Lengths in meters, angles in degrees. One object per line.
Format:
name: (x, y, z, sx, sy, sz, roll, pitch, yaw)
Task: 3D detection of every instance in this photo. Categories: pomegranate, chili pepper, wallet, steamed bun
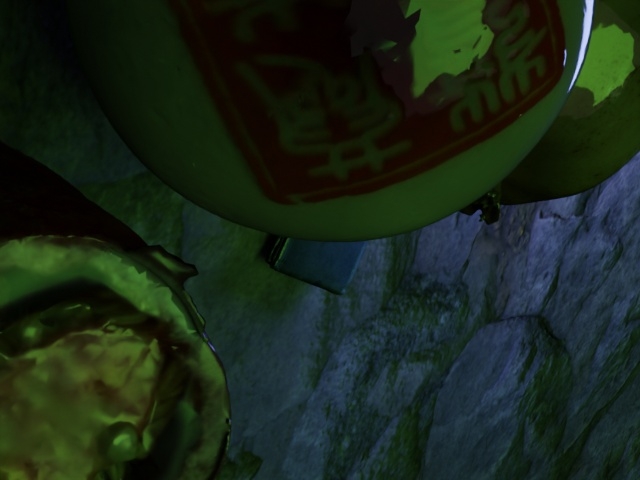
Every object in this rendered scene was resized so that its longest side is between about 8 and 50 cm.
pomegranate: (0.172, -0.166, 1.152, 0.319, 0.319, 0.319, -30, 135, -35)
chili pepper: (-0.219, 0.064, 0.862, 0.229, 0.305, 0.251, -41, 129, -13)
wallet: (0.000, 0.000, 1.280, 0.129, 0.026, 0.088, 24, 91, -54)
steamed bun: (0.010, -0.168, 0.874, 0.374, 0.241, 0.374, -1, 109, -3)
